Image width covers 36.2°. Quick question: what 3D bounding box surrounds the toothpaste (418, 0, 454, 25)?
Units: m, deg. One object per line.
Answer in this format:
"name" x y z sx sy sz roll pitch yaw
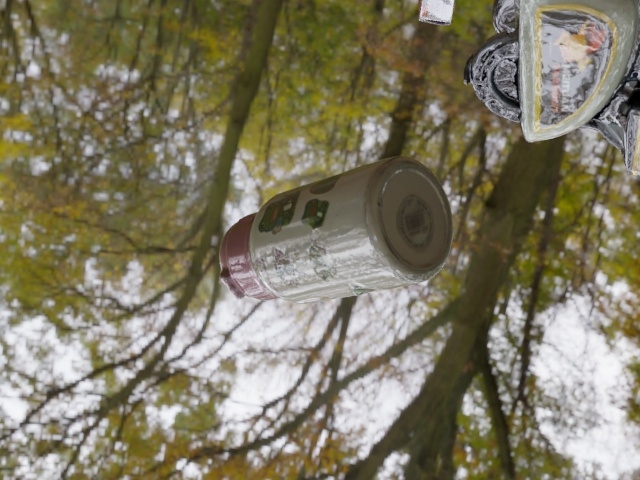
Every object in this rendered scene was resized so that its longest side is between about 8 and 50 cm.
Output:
"toothpaste" 0.126 -0.300 1.024 0.040 0.196 0.047 0 -113 2

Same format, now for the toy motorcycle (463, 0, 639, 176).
"toy motorcycle" 0.152 -0.148 0.502 0.157 0.263 0.091 10 -129 20

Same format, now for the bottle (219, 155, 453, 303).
"bottle" 0.000 0.000 0.956 0.120 0.120 0.253 -12 179 -44
